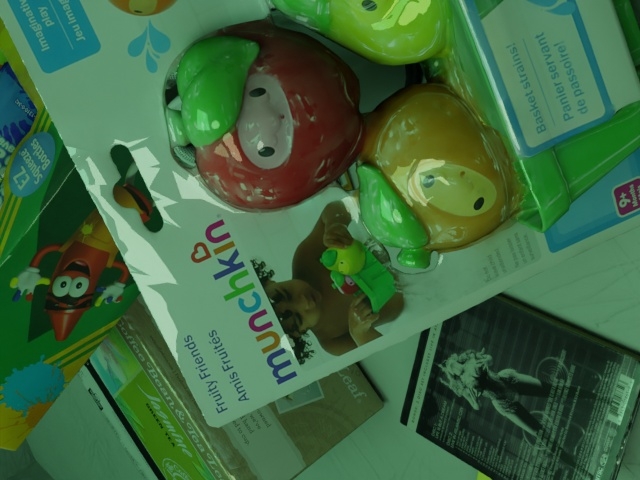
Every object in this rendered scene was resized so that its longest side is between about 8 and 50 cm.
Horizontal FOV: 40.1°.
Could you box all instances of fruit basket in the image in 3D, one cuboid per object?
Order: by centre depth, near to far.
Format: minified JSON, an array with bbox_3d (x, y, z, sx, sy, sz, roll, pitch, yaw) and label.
[{"bbox_3d":[0.023,-0.087,0.547,0.327,0.353,0.165,67,172,-13],"label":"fruit basket"}]

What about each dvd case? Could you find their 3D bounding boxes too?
[{"bbox_3d":[0.175,0.141,0.797,0.221,0.018,0.165,24,109,41],"label":"dvd case"}]

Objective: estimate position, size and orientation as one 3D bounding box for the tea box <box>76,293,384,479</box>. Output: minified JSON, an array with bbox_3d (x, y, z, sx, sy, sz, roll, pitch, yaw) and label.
[{"bbox_3d":[-0.148,0.166,1.134,0.329,0.220,0.323,55,148,5],"label":"tea box"}]

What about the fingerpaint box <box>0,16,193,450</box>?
[{"bbox_3d":[-0.357,-0.062,0.980,0.163,0.371,0.445,30,-166,-45],"label":"fingerpaint box"}]

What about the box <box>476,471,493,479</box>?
[{"bbox_3d":[0.202,0.273,0.897,0.087,0.058,0.232,35,142,33],"label":"box"}]

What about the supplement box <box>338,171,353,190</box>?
[{"bbox_3d":[0.000,0.000,0.922,0.078,0.080,0.234,9,123,51],"label":"supplement box"}]

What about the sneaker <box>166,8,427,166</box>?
[{"bbox_3d":[-0.080,-0.133,0.786,0.365,0.210,0.138,5,121,52],"label":"sneaker"}]
